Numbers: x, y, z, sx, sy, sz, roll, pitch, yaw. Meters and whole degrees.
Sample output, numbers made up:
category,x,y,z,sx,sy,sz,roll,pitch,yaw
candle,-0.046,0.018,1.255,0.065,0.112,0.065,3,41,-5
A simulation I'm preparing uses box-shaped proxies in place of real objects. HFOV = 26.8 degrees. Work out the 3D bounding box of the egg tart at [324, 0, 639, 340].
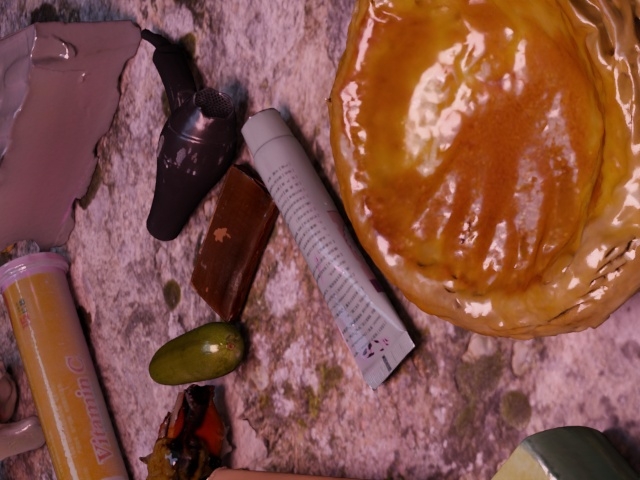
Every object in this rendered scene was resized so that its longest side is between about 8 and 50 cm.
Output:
category,x,y,z,sx,sy,sz,roll,pitch,yaw
egg tart,0.170,-0.105,1.140,0.388,0.169,0.388,9,102,49

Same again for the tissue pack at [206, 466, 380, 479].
category,x,y,z,sx,sy,sz,roll,pitch,yaw
tissue pack,-0.007,0.378,1.373,0.305,0.238,0.239,-7,86,50

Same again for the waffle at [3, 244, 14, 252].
category,x,y,z,sx,sy,sz,roll,pitch,yaw
waffle,-0.512,-0.083,2.053,0.229,0.057,0.219,19,106,50

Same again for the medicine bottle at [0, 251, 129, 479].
category,x,y,z,sx,sy,sz,roll,pitch,yaw
medicine bottle,-0.339,0.226,1.816,0.108,0.108,0.426,-43,60,43

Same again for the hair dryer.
category,x,y,z,sx,sy,sz,roll,pitch,yaw
hair dryer,-0.179,-0.157,1.656,0.235,0.091,0.272,119,145,-46

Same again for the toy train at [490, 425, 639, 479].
category,x,y,z,sx,sy,sz,roll,pitch,yaw
toy train,0.233,0.351,1.095,0.397,0.160,0.253,52,121,35

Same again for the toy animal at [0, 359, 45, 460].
category,x,y,z,sx,sy,sz,roll,pitch,yaw
toy animal,-0.519,0.332,2.018,0.308,0.266,0.188,55,168,-27

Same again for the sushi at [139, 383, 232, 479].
category,x,y,z,sx,sy,sz,roll,pitch,yaw
sushi,-0.161,0.282,1.586,0.097,0.103,0.226,-8,59,35

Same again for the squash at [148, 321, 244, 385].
category,x,y,z,sx,sy,sz,roll,pitch,yaw
squash,-0.154,0.143,1.623,0.201,0.066,0.066,-27,71,54

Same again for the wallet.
category,x,y,z,sx,sy,sz,roll,pitch,yaw
wallet,-0.099,0.002,1.580,0.095,0.026,0.176,39,122,36

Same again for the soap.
category,x,y,z,sx,sy,sz,roll,pitch,yaw
soap,-0.358,-0.134,1.793,0.258,0.159,0.302,-8,87,48

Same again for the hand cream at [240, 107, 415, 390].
category,x,y,z,sx,sy,sz,roll,pitch,yaw
hand cream,0.000,0.000,1.432,0.085,0.058,0.331,-49,55,37

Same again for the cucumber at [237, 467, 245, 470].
category,x,y,z,sx,sy,sz,roll,pitch,yaw
cucumber,-0.120,0.343,1.609,0.039,0.039,0.168,46,124,39
